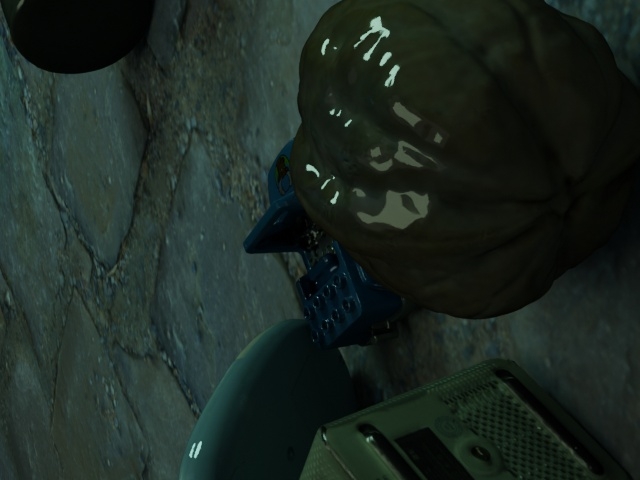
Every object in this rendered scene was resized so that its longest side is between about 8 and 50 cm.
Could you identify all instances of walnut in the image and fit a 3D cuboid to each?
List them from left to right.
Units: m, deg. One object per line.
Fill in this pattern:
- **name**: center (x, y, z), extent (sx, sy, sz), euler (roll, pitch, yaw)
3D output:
- **walnut**: center (0.081, -0.062, 0.695), extent (0.224, 0.224, 0.224), euler (23, 117, 56)

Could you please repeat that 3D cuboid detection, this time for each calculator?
- **calculator**: center (-0.036, 0.188, 0.902), extent (0.042, 0.302, 0.188), euler (-10, 122, 26)

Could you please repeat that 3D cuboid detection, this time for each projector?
- **projector**: center (0.074, 0.221, 0.783), extent (0.163, 0.177, 0.242), euler (49, 138, 33)

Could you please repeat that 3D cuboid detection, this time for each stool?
- **stool**: center (-0.265, -0.296, 1.297), extent (0.228, 0.153, 0.139), euler (-34, 55, 11)

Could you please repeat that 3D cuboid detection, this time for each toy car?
- **toy car**: center (0.000, 0.000, 0.938), extent (0.097, 0.100, 0.191), euler (-49, 55, 53)
